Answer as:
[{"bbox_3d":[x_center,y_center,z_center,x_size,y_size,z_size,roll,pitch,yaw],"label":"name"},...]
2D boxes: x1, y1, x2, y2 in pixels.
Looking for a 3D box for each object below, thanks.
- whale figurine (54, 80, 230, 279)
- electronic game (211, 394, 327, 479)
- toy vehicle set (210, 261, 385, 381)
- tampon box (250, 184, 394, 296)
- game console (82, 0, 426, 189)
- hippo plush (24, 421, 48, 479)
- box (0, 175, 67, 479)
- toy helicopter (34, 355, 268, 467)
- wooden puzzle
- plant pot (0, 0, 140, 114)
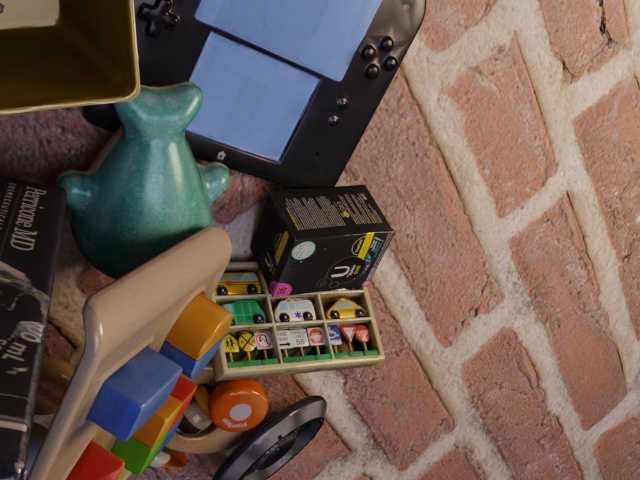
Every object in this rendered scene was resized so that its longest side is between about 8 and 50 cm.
[{"bbox_3d":[-0.203,-0.059,0.936,0.216,0.141,0.272,-5,136,-29],"label":"whale figurine"},{"bbox_3d":[-0.080,0.332,1.262,0.229,0.048,0.229,-35,157,-17],"label":"electronic game"},{"bbox_3d":[-0.041,0.112,1.149,0.267,0.165,0.035,0,154,-31],"label":"toy vehicle set"},{"bbox_3d":[0.000,0.000,1.124,0.161,0.101,0.120,-6,138,-28],"label":"tampon box"},{"bbox_3d":[-0.067,-0.248,0.995,0.387,0.060,0.342,16,106,-35],"label":"game console"},{"bbox_3d":[-0.463,0.319,1.002,0.236,0.234,0.294,-51,170,-32],"label":"hippo plush"},{"bbox_3d":[-0.480,0.119,0.622,0.472,0.480,0.297,12,111,-20],"label":"box"},{"bbox_3d":[-0.264,0.241,1.130,0.355,0.140,0.235,14,117,-24],"label":"toy helicopter"},{"bbox_3d":[-0.202,0.179,0.866,0.081,0.322,0.347,26,110,8],"label":"wooden puzzle"},{"bbox_3d":[-0.314,-0.255,0.763,0.212,0.187,0.212,-12,121,-26],"label":"plant pot"}]
